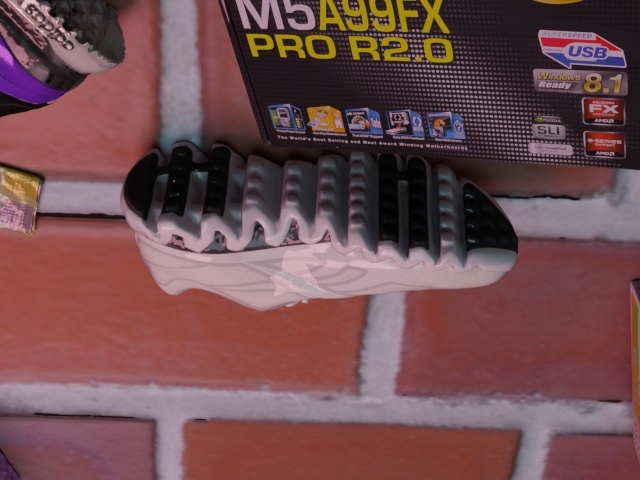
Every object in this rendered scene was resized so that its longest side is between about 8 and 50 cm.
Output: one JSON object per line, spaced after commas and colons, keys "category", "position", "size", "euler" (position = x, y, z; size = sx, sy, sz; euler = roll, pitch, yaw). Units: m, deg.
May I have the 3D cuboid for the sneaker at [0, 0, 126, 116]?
{"category": "sneaker", "position": [-0.269, -0.184, 0.699], "size": [0.146, 0.102, 0.293], "euler": [-29, 122, 20]}

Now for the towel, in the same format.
{"category": "towel", "position": [-0.258, -0.035, 0.868], "size": [0.083, 0.009, 0.060], "euler": [16, 126, -12]}

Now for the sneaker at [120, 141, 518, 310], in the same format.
{"category": "sneaker", "position": [0.000, 0.000, 0.847], "size": [0.292, 0.110, 0.118], "euler": [6, 135, 5]}

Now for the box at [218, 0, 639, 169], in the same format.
{"category": "box", "position": [0.070, -0.147, 0.684], "size": [0.270, 0.060, 0.216], "euler": [6, 139, 20]}

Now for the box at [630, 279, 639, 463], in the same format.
{"category": "box", "position": [0.327, 0.134, 0.939], "size": [0.114, 0.103, 0.203], "euler": [-9, 126, 6]}

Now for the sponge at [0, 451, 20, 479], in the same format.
{"category": "sponge", "position": [-0.330, 0.187, 0.968], "size": [0.031, 0.117, 0.210], "euler": [-13, 126, 11]}
